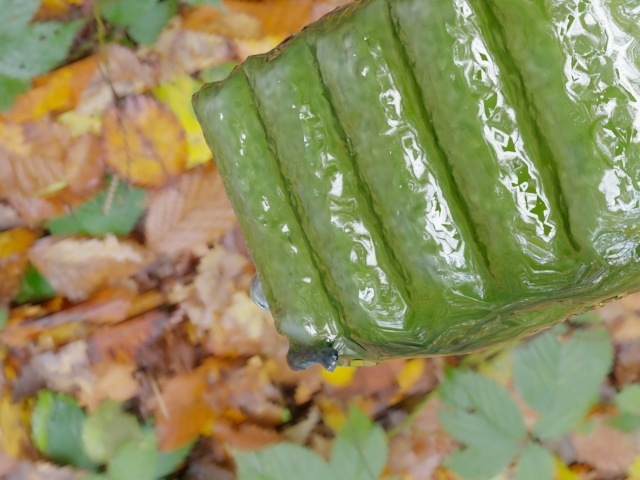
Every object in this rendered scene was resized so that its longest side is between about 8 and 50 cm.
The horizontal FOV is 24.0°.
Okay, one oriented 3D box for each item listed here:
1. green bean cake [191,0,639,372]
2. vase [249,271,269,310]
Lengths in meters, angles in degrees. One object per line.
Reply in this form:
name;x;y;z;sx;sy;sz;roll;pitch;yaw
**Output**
green bean cake;0.108;-0.059;0.639;0.247;0.156;0.250;-26;-175;-42
vase;0.000;0.000;0.931;0.060;0.060;0.211;-9;165;-24
